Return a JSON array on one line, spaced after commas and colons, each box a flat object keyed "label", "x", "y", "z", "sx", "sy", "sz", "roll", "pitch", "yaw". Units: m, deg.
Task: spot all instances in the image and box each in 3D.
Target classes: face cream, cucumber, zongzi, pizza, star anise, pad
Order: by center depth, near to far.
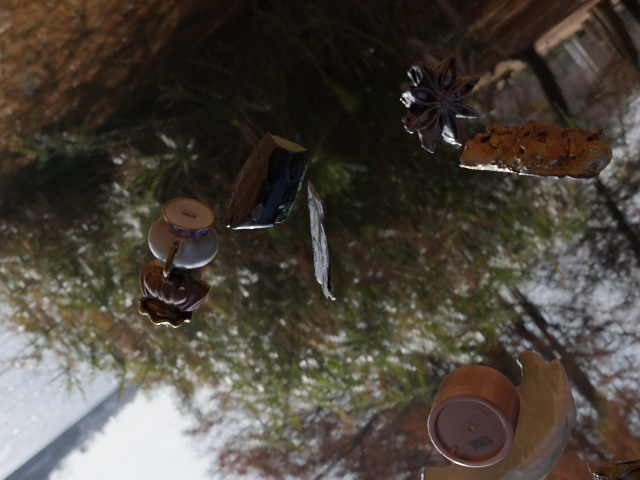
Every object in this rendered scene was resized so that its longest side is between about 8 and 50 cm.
[{"label": "pizza", "x": 0.321, "y": -0.143, "z": 1.439, "sx": 0.161, "sy": 0.086, "sz": 0.305, "roll": -2, "pitch": -171, "yaw": -32}, {"label": "face cream", "x": 0.270, "y": 0.306, "z": 1.641, "sx": 0.149, "sy": 0.149, "sz": 0.104, "roll": -38, "pitch": -174, "yaw": 28}, {"label": "cucumber", "x": -0.096, "y": -0.090, "z": 1.668, "sx": 0.086, "sy": 0.115, "sz": 0.193, "roll": -83, "pitch": -162, "yaw": -70}, {"label": "zongzi", "x": 0.669, "y": 0.449, "z": 1.907, "sx": 0.111, "sy": 0.247, "sz": 0.241, "roll": -36, "pitch": -151, "yaw": 58}, {"label": "pad", "x": -0.001, "y": 0.000, "z": 2.029, "sx": 0.022, "sy": 0.233, "sz": 0.174, "roll": -9, "pitch": -159, "yaw": -8}, {"label": "star anise", "x": 0.286, "y": -0.349, "z": 2.342, "sx": 0.223, "sy": 0.236, "sz": 0.109, "roll": -14, "pitch": -156, "yaw": -25}]

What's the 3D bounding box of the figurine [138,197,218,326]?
[{"label": "figurine", "x": -0.283, "y": 0.052, "z": 1.844, "sx": 0.189, "sy": 0.142, "sz": 0.263, "roll": -57, "pitch": 168, "yaw": -56}]

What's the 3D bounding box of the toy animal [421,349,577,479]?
[{"label": "toy animal", "x": 0.377, "y": 0.386, "z": 1.842, "sx": 0.266, "sy": 0.188, "sz": 0.308, "roll": -8, "pitch": -133, "yaw": 32}]
